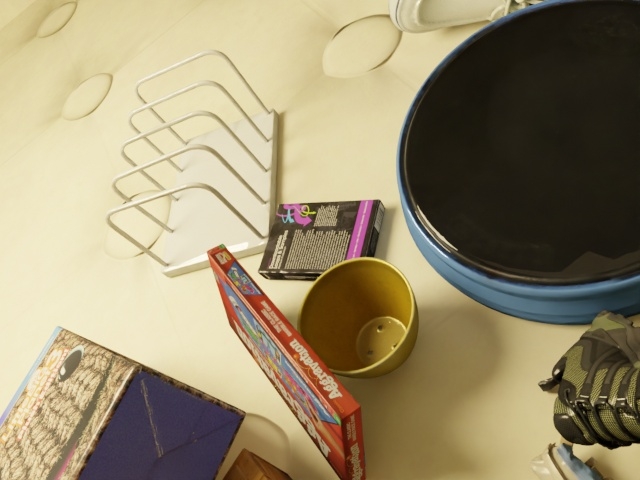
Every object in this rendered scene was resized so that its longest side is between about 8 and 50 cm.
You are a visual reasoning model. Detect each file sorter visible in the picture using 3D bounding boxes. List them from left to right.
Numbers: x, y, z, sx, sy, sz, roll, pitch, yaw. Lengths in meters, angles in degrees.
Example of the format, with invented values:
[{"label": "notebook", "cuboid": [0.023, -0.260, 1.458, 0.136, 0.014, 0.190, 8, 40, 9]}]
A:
[{"label": "file sorter", "cuboid": [-0.193, -0.119, 0.866, 0.193, 0.173, 0.277, -16, 54, 21]}]

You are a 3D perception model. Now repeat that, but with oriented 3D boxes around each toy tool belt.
[{"label": "toy tool belt", "cuboid": [0.230, 0.211, 0.492, 0.051, 0.052, 0.083, -48, 50, 5]}]

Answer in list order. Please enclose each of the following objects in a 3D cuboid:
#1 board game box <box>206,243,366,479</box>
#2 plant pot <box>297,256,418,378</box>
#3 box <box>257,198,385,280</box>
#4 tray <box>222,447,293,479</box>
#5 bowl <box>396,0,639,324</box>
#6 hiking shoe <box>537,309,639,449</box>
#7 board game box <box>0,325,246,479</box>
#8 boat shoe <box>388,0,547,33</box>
[{"label": "board game box", "cuboid": [-0.044, 0.133, 0.638, 0.027, 0.145, 0.281, -28, 46, -20]}, {"label": "plant pot", "cuboid": [0.055, 0.100, 0.633, 0.134, 0.095, 0.134, -15, 54, 21]}, {"label": "box", "cuboid": [0.000, 0.000, 0.774, 0.162, 0.029, 0.115, 1, 60, 28]}, {"label": "tray", "cuboid": [-0.136, 0.413, 0.495, 0.410, 0.076, 0.203, -56, 21, -12]}, {"label": "bowl", "cuboid": [0.267, -0.104, 0.625, 0.392, 0.077, 0.390, -12, 64, 25]}, {"label": "hiking shoe", "cuboid": [0.253, 0.138, 0.454, 0.086, 0.227, 0.114, 44, 99, 0]}, {"label": "board game box", "cuboid": [-0.258, 0.244, 0.632, 0.291, 0.141, 0.231, 0, 59, 51]}, {"label": "boat shoe", "cuboid": [0.286, -0.370, 0.799, 0.368, 0.135, 0.156, -21, 55, 4]}]
